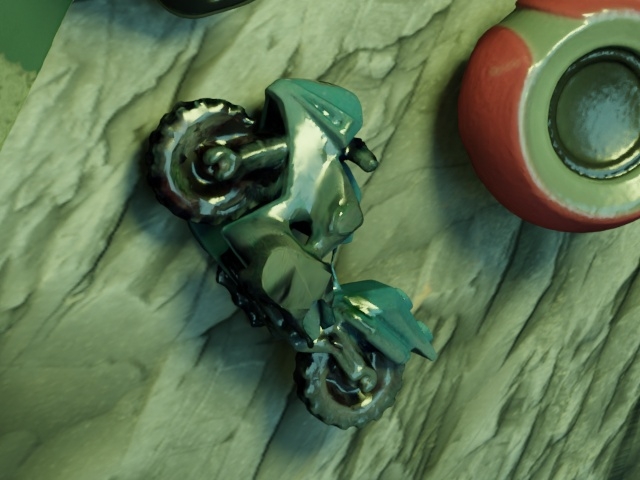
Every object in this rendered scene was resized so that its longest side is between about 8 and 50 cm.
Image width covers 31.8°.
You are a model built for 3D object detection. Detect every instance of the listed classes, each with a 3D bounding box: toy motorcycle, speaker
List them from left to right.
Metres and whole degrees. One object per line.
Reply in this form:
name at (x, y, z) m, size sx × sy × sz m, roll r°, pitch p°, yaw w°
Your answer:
toy motorcycle at (0.000, 0.000, 1.185) m, size 0.232 × 0.172 × 0.416 m, roll -39°, pitch 111°, yaw -16°
speaker at (0.297, -0.150, 1.310) m, size 0.294 × 0.294 × 0.294 m, roll -8°, pitch 105°, yaw -34°

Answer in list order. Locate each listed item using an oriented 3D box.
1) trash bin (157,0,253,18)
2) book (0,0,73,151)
trash bin at (-0.077, -0.362, 1.025) m, size 0.182 × 0.209 × 0.290 m, roll 23°, pitch 77°, yaw 2°
book at (-0.359, -0.200, 0.974) m, size 0.264 × 0.031 × 0.379 m, roll 27°, pitch 84°, yaw -38°
